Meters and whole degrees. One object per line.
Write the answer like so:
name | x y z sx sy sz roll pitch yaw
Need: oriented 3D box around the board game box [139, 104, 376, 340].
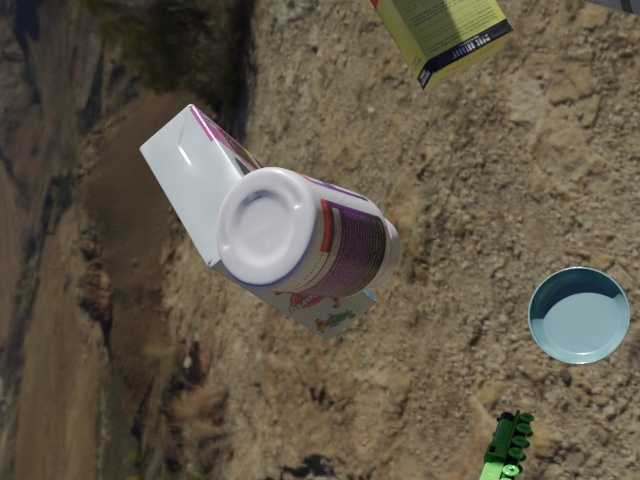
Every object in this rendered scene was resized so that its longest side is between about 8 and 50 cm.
board game box | -0.073 -0.015 0.998 0.097 0.303 0.224 -39 56 7

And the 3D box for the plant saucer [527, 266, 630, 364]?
plant saucer | 0.315 0.093 0.924 0.119 0.021 0.119 -10 70 28

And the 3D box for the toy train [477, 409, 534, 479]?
toy train | 0.113 0.130 0.462 0.083 0.023 0.017 -44 -45 -57

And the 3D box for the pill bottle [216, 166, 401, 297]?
pill bottle | 0.000 0.000 0.721 0.108 0.193 0.108 -5 81 31

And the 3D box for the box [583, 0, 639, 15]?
box | 0.302 -0.274 0.700 0.145 0.038 0.186 -39 39 -5

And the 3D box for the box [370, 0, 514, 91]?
box | 0.073 -0.257 0.678 0.232 0.087 0.058 59 174 3
